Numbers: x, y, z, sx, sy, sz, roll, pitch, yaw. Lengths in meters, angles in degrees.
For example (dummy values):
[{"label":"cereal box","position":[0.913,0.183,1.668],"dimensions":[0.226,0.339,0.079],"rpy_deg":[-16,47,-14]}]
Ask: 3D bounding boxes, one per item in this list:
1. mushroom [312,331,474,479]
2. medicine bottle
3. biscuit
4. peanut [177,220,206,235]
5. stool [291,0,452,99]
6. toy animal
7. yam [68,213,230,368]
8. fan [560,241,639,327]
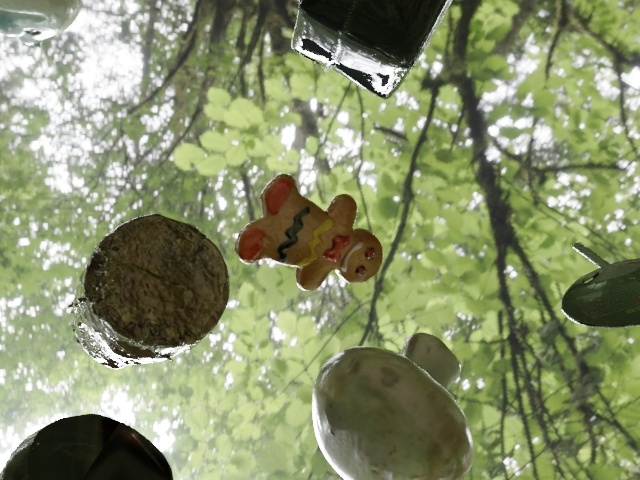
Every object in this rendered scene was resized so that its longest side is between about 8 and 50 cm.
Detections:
[{"label":"mushroom","position":[0.113,0.226,1.098],"dimensions":[0.243,0.243,0.243],"rpy_deg":[8,-129,-10]},{"label":"medicine bottle","position":[-0.380,0.437,1.129],"dimensions":[0.242,0.395,0.242],"rpy_deg":[29,-151,-18]},{"label":"biscuit","position":[0.000,0.000,1.254],"dimensions":[0.250,0.165,0.036],"rpy_deg":[25,-174,-32]},{"label":"peanut","position":[-0.255,0.044,1.451],"dimensions":[0.140,0.109,0.159],"rpy_deg":[0,-105,-7]},{"label":"stool","position":[0.070,-0.276,0.851],"dimensions":[0.141,0.232,0.232],"rpy_deg":[28,-129,-2]},{"label":"toy animal","position":[-0.581,-0.490,1.501],"dimensions":[0.289,0.174,0.249],"rpy_deg":[19,-146,-18]},{"label":"yam","position":[-0.167,0.057,0.783],"dimensions":[0.128,0.238,0.129],"rpy_deg":[44,-114,-6]},{"label":"fan","position":[0.471,0.052,1.192],"dimensions":[0.223,0.012,0.294],"rpy_deg":[-8,-160,25]}]
